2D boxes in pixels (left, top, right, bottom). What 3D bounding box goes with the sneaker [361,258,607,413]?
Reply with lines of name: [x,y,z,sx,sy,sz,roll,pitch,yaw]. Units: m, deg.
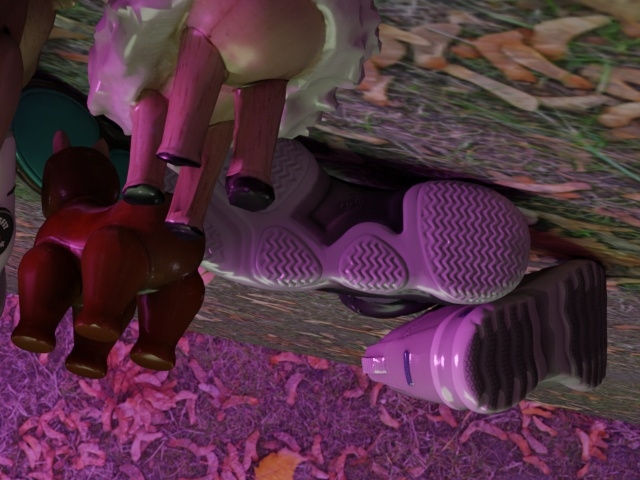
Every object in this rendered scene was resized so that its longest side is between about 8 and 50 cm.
sneaker: [0.140,0.067,0.996,0.115,0.105,0.281,0,-179,36]

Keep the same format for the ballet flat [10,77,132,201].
ballet flat: [-0.173,-0.058,0.891,0.068,0.072,0.213,16,173,30]

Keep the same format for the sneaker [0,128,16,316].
sneaker: [-0.297,-0.089,0.795,0.330,0.146,0.122,31,-155,24]

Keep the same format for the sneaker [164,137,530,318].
sneaker: [0.000,0.000,0.897,0.268,0.101,0.153,11,168,-5]

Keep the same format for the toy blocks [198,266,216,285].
toy blocks: [-0.170,0.003,1.274,0.123,0.054,0.148,12,170,8]

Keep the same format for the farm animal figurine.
farm animal figurine: [-0.174,-0.087,0.479,0.330,0.172,0.327,18,156,-15]
